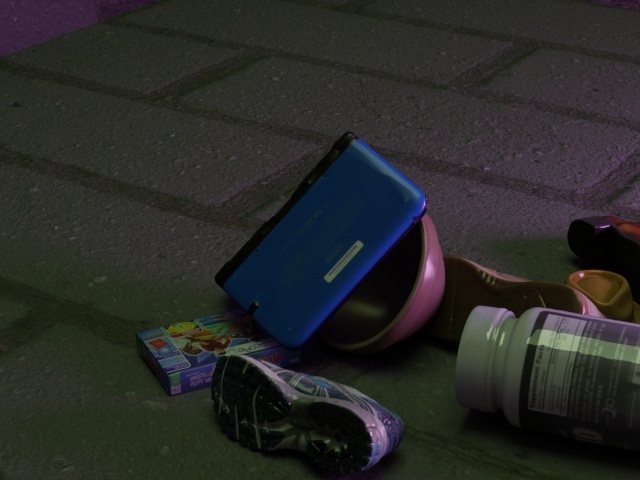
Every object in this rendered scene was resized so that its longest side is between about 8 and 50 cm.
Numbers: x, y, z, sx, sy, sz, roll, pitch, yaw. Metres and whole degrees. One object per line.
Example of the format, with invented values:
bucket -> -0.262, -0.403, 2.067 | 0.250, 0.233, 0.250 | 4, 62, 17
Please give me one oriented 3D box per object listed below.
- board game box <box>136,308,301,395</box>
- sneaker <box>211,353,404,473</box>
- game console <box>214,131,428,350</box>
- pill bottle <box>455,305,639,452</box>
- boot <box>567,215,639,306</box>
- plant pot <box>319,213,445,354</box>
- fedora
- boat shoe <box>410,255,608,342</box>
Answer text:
board game box -> -0.146, 0.153, 2.025 | 0.201, 0.035, 0.136 | -12, 27, -22
sneaker -> -0.018, 0.223, 1.831 | 0.283, 0.110, 0.122 | 21, 15, 34
game console -> 0.000, 0.000, 2.073 | 0.250, 0.293, 0.173 | 42, 0, 27
pill bottle -> 0.327, 0.174, 1.823 | 0.283, 0.161, 0.161 | 9, 27, 21
boot -> 0.576, 0.027, 2.257 | 0.280, 0.096, 0.264 | -4, 18, -26
plant pot -> 0.103, 0.061, 2.059 | 0.110, 0.237, 0.237 | 25, 9, -36
fedora -> 0.404, 0.095, 2.083 | 0.194, 0.079, 0.194 | -1, 26, 0
boat shoe -> 0.257, 0.105, 2.051 | 0.341, 0.121, 0.110 | 14, -7, 44
